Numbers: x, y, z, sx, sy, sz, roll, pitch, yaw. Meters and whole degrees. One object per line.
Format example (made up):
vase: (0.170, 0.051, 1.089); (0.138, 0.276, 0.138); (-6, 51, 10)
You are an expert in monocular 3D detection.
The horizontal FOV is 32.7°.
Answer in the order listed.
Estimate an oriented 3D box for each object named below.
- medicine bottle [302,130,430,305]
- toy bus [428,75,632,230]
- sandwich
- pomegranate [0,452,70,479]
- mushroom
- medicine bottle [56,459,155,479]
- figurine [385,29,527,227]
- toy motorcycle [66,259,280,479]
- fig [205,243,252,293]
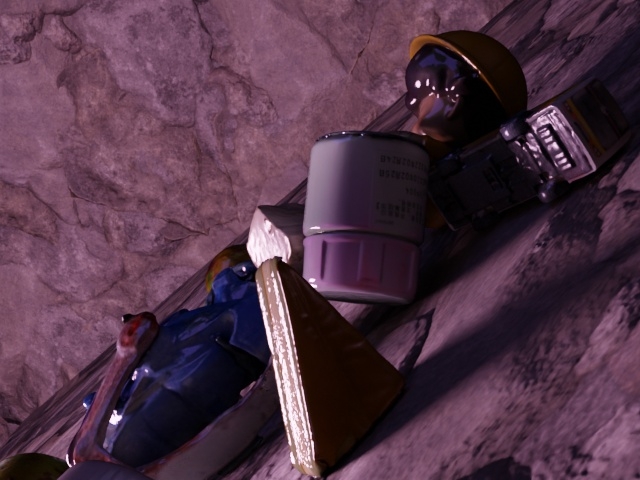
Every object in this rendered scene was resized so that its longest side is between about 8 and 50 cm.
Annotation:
medicine bottle: (0.047, -0.020, 1.170); (0.135, 0.135, 0.169); (158, 119, -69)
toy bus: (0.207, -0.084, 1.137); (0.106, 0.092, 0.268); (-36, 3, -28)
sandwich: (-0.025, 0.110, 0.952); (0.113, 0.163, 0.079); (-47, 9, -19)
pomegranate: (-0.349, 0.342, 1.347); (0.241, 0.159, 0.190); (-27, 17, 45)
mushroom: (-0.009, 0.005, 1.316); (0.108, 0.096, 0.247); (-37, -21, 22)
medicine bottle: (-0.164, 0.293, 0.449); (0.384, 0.224, 0.224); (-49, 10, -31)
figurine: (0.165, -0.139, 1.363); (0.192, 0.167, 0.257); (123, 166, -72)
toy motorcycle: (-0.131, 0.176, 1.264); (0.319, 0.241, 0.182); (-49, -31, -8)
fig: (-0.043, 0.055, 1.564); (0.245, 0.149, 0.149); (-18, 10, 2)
